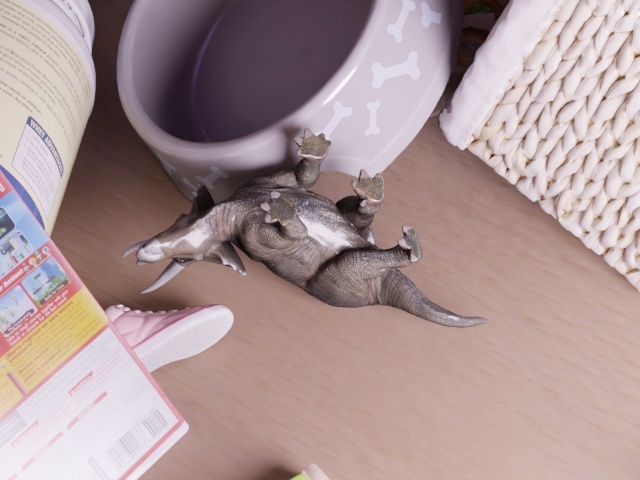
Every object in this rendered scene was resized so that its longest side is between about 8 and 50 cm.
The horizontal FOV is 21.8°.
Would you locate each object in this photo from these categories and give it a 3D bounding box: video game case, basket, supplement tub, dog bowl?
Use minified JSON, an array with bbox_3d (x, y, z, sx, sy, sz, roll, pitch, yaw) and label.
[{"bbox_3d":[-0.257,0.106,1.331,0.204,0.285,0.025,-43,17,-30],"label":"video game case"},{"bbox_3d":[0.332,-0.186,1.454,0.266,0.331,0.328,42,60,9],"label":"basket"},{"bbox_3d":[-0.338,-0.104,1.518,0.235,0.235,0.325,4,48,7],"label":"supplement tub"},{"bbox_3d":[-0.042,-0.192,1.561,0.349,0.102,0.349,-17,56,27],"label":"dog bowl"}]

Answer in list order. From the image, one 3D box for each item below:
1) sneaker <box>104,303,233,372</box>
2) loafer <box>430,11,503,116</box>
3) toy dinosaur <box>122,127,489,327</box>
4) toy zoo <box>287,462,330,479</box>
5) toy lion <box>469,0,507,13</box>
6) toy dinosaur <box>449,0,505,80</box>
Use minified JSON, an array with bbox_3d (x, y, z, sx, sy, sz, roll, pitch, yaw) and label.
[{"bbox_3d":[-0.149,0.076,1.468,0.134,0.051,0.070,-26,57,-14],"label":"sneaker"},{"bbox_3d":[0.105,-0.179,1.659,0.268,0.102,0.092,1,46,-8],"label":"loafer"},{"bbox_3d":[0.000,0.000,1.465,0.313,0.160,0.121,16,62,-14],"label":"toy dinosaur"},{"bbox_3d":[-0.066,0.312,1.264,0.293,0.030,0.192,-29,53,-22],"label":"toy zoo"},{"bbox_3d":[0.164,-0.287,1.794,0.096,0.034,0.100,27,54,16],"label":"toy lion"},{"bbox_3d":[0.116,-0.219,1.586,0.112,0.064,0.211,11,51,0],"label":"toy dinosaur"}]
